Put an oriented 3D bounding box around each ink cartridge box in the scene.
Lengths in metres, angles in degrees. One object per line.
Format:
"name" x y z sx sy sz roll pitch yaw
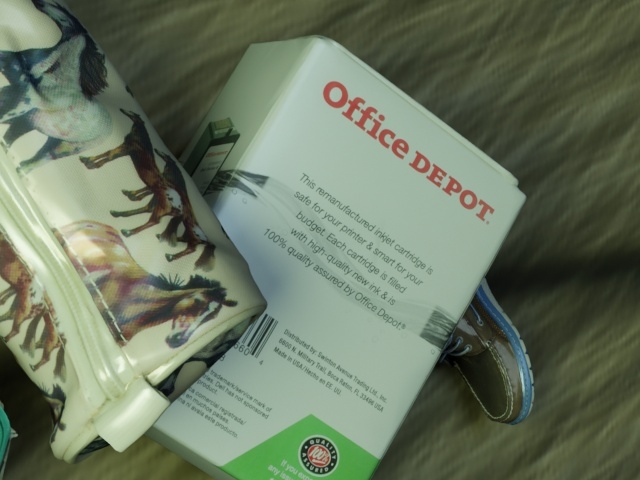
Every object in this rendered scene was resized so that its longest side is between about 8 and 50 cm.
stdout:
"ink cartridge box" -0.019 0.030 1.342 0.211 0.121 0.289 36 77 -24

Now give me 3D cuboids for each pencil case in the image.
"pencil case" -0.191 -0.064 1.155 0.410 0.160 0.183 57 21 6

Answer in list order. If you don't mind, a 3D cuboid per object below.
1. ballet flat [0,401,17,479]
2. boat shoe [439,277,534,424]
"ballet flat" -0.300 0.243 1.034 0.147 0.147 0.409 36 66 -24
"boat shoe" 0.111 0.071 1.549 0.066 0.066 0.183 -14 72 -38
